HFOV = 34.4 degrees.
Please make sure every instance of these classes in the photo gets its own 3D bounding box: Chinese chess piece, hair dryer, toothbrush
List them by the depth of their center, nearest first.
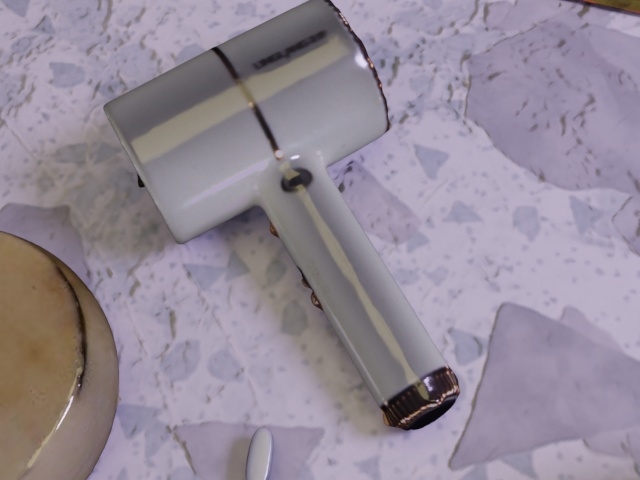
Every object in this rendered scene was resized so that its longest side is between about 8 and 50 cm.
[{"bbox_3d":[-0.059,0.269,0.703,0.020,0.025,0.286,5,66,7],"label":"toothbrush"},{"bbox_3d":[-0.274,0.111,0.767,0.250,0.097,0.251,-3,62,6],"label":"Chinese chess piece"},{"bbox_3d":[0.000,0.000,0.786,0.203,0.128,0.362,-28,71,-7],"label":"hair dryer"}]

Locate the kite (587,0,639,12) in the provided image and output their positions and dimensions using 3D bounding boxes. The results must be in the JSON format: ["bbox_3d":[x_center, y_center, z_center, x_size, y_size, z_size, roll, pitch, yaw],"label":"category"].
[{"bbox_3d":[0.296,-0.309,0.949,0.327,0.013,0.377,-29,64,-6],"label":"kite"}]
